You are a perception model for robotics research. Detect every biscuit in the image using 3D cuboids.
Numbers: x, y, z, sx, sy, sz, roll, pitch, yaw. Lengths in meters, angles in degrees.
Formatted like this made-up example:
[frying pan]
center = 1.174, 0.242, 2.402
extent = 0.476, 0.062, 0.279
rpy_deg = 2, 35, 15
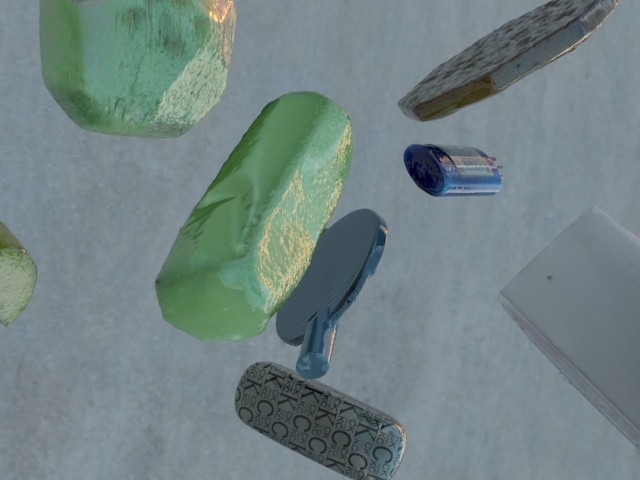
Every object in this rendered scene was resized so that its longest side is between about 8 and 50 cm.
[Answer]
[biscuit]
center = 0.275, -0.276, 1.410
extent = 0.046, 0.359, 0.359
rpy_deg = 56, 47, -14

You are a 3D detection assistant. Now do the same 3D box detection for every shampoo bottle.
[shampoo bottle]
center = 0.193, -0.097, 1.307
extent = 0.183, 0.087, 0.050
rpy_deg = -4, 139, -50

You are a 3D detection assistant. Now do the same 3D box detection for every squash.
[squash]
center = -0.480, 0.010, 1.422
extent = 0.192, 0.085, 0.184
rpy_deg = 80, -4, -63

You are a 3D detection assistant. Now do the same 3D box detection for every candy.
[candy]
center = -0.066, -0.036, 1.027
extent = 0.343, 0.142, 0.132
rpy_deg = -66, 166, -48

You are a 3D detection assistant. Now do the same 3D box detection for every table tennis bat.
[table tennis bat]
center = 0.008, 0.070, 1.275
extent = 0.044, 0.215, 0.329
rpy_deg = 40, 27, -17

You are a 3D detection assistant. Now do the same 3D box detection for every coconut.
[coconut]
center = -0.281, -0.319, 1.434
extent = 0.329, 0.281, 0.328
rpy_deg = -6, 100, -38

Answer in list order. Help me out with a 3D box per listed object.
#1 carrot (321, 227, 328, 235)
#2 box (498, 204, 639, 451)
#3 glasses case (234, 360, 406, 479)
[carrot]
center = 0.000, 0.000, 1.591
extent = 0.048, 0.139, 0.048
rpy_deg = -20, 114, -54
[box]
center = 0.258, 0.113, 0.681
extent = 0.106, 0.203, 0.252
rpy_deg = -44, 144, 6
[glasses case]
center = -0.005, 0.345, 1.799
extent = 0.085, 0.355, 0.137
rpy_deg = 7, 104, -67
